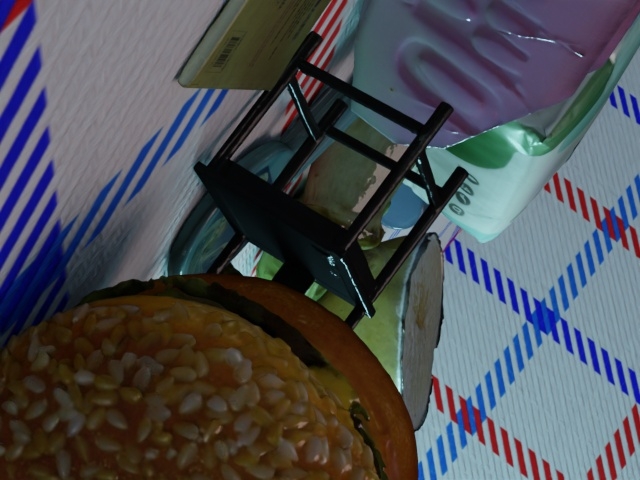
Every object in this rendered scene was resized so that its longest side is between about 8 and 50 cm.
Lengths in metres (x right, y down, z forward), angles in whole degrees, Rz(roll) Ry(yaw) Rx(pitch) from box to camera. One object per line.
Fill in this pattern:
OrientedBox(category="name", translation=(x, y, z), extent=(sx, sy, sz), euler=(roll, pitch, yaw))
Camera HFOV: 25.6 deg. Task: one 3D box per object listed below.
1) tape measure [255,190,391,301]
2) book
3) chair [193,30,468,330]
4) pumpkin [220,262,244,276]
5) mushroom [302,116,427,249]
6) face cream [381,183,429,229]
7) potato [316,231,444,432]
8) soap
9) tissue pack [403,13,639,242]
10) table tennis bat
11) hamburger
OrientedBox(category="tape measure", translation=(0.000, 0.000, 1.500), extent=(0.154, 0.087, 0.177), euler=(-54, 169, 15))
OrientedBox(category="book", translation=(-0.017, -0.172, 0.959), extent=(0.168, 0.013, 0.192), euler=(-55, 171, 12))
OrientedBox(category="chair", translation=(-0.020, -0.006, 1.095), extent=(0.260, 0.154, 0.141), euler=(-54, 157, -12))
OrientedBox(category="pumpkin", translation=(-0.109, 0.117, 1.344), extent=(0.183, 0.108, 0.119), euler=(-54, 177, 19))
OrientedBox(category="mushroom", translation=(0.079, -0.137, 1.355), extent=(0.107, 0.087, 0.333), euler=(22, 100, -54))
OrientedBox(category="face cream", translation=(0.143, -0.092, 1.919), extent=(0.135, 0.086, 0.385), euler=(-53, 177, 20))
OrientedBox(category="potato", translation=(0.068, 0.123, 2.094), extent=(0.246, 0.196, 0.299), euler=(49, 49, -68))
OrientedBox(category="soap", translation=(0.147, -0.199, 1.129), extent=(0.109, 0.193, 0.324), euler=(-43, 168, -41))
OrientedBox(category="tissue pack", translation=(0.225, -0.186, 1.584), extent=(0.266, 0.194, 0.356), euler=(-52, 172, -16))
OrientedBox(category="table tennis bat", translation=(-0.049, -0.049, 1.222), extent=(0.237, 0.038, 0.149), euler=(-47, 165, -22))
OrientedBox(category="hamburger", translation=(-0.102, 0.184, 0.959), extent=(0.330, 0.330, 0.250), euler=(-56, 170, 18))
